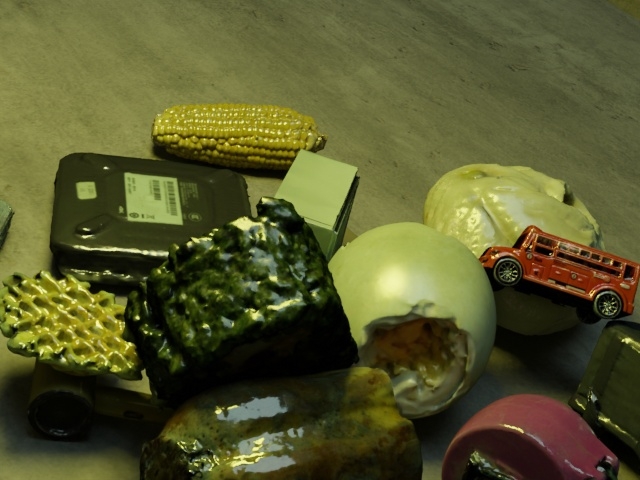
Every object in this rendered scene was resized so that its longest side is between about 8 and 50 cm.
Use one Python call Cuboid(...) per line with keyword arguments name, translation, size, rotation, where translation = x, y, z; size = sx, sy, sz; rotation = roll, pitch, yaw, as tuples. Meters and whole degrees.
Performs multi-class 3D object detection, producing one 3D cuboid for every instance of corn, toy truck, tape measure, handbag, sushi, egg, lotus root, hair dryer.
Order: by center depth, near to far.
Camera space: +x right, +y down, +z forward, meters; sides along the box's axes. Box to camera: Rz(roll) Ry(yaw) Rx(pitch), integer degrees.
Cuboid(name="lotus root", translation=(-0.056, 0.289, 1.637), size=(0.346, 0.250, 0.250), rotation=(-4, 36, -35))
Cuboid(name="sushi", translation=(-0.112, 0.112, 1.705), size=(0.294, 0.352, 0.178), rotation=(-23, 68, -3))
Cuboid(name="tape measure", translation=(0.286, 0.336, 1.722), size=(0.245, 0.231, 0.149), rotation=(27, 34, 26))
Cuboid(name="hair dryer", translation=(-0.272, 0.226, 1.807), size=(0.279, 0.090, 0.135), rotation=(14, 29, -15))
Cuboid(name="egg", translation=(0.129, 0.108, 1.965), size=(0.278, 0.278, 0.336), rotation=(10, 28, -8))
Cuboid(name="handbag", translation=(0.528, 0.255, 1.991), size=(0.181, 0.181, 0.254), rotation=(10, 19, -43))
Cuboid(name="toy truck", translation=(0.379, 0.051, 2.041), size=(0.253, 0.114, 0.107), rotation=(19, -9, -2))
Cuboid(name="corn", translation=(-0.156, -0.204, 2.478), size=(0.347, 0.130, 0.130), rotation=(4, 33, -11))

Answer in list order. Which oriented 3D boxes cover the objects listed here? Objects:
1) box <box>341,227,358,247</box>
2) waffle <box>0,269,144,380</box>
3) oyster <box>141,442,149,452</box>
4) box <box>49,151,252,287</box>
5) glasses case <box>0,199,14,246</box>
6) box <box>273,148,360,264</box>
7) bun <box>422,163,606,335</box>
Cuboid(name="box", translation=(0.000, 0.000, 2.311), size=(0.126, 0.031, 0.091), rotation=(-14, 42, -37))
Cuboid(name="waffle", translation=(-0.352, 0.121, 1.777), size=(0.223, 0.054, 0.204), rotation=(17, 28, -24))
Cuboid(name="oyster", translation=(-0.193, 0.319, 1.738), size=(0.098, 0.037, 0.100), rotation=(-9, 56, -4))
Cuboid(name="box", translation=(-0.288, -0.037, 2.193), size=(0.350, 0.091, 0.359), rotation=(7, 31, -14))
Cuboid(name="glasses case", translation=(-0.571, 0.008, 2.022), size=(0.109, 0.067, 0.282), rotation=(11, 30, -2))
Cuboid(name="box", translation=(-0.027, 0.005, 2.106), size=(0.117, 0.225, 0.225), rotation=(18, 32, 4))
Cuboid(name="bun", translation=(0.359, -0.003, 2.237), size=(0.365, 0.219, 0.365), rotation=(28, 28, -17))
